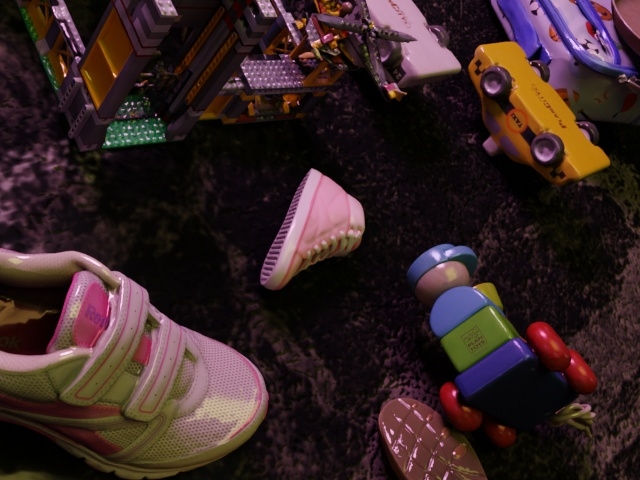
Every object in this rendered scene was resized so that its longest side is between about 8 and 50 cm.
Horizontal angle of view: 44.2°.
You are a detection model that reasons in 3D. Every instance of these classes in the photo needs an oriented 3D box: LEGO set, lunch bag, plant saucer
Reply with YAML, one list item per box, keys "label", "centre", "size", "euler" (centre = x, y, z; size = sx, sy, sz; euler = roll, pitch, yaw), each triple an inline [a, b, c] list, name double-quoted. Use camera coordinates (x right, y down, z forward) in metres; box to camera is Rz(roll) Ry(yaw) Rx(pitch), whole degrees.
- label: "LEGO set"
  centre: [-0.088, -0.216, 0.633]
  size: [0.331, 0.192, 0.255]
  euler: [-3, 66, -39]
- label: "lunch bag"
  centre: [0.347, -0.282, 1.033]
  size: [0.243, 0.115, 0.303]
  euler: [2, 53, -27]
- label: "plant saucer"
  centre: [0.418, -0.252, 0.947]
  size: [0.168, 0.029, 0.168]
  euler: [12, 51, -15]

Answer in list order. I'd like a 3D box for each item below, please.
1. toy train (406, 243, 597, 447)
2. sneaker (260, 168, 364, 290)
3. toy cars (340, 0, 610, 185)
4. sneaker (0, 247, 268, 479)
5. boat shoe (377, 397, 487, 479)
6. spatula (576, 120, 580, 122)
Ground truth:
- label: "toy train"
  centre: [0.169, 0.102, 0.713]
  size: [0.248, 0.105, 0.143]
  euler: [35, 22, -52]
- label: "sneaker"
  centre: [0.000, 0.000, 0.663]
  size: [0.070, 0.051, 0.134]
  euler: [32, 44, -10]
- label: "toy cars"
  centre: [0.143, -0.177, 0.865]
  size: [0.393, 0.087, 0.176]
  euler: [28, 44, -16]
- label: "sneaker"
  centre: [-0.136, 0.072, 0.472]
  size: [0.252, 0.111, 0.103]
  euler: [19, 53, -27]
- label: "boat shoe"
  centre: [0.101, 0.204, 0.608]
  size: [0.064, 0.060, 0.178]
  euler: [-25, 62, -32]
- label: "spatula"
  centre: [0.370, -0.202, 1.083]
  size: [0.084, 0.030, 0.296]
  euler: [45, 45, -1]
